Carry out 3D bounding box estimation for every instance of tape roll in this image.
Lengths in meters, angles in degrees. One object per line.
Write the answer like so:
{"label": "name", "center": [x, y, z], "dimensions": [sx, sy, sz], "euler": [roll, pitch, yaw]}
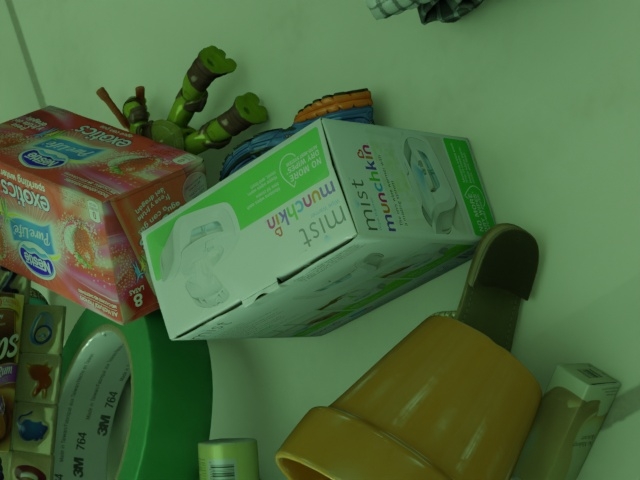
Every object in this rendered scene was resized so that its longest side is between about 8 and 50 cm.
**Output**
{"label": "tape roll", "center": [-0.227, 0.217, 1.712], "dimensions": [0.321, 0.077, 0.321], "euler": [-36, 47, 50]}

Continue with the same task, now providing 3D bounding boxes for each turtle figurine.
{"label": "turtle figurine", "center": [-0.172, -0.122, 1.747], "dimensions": [0.217, 0.087, 0.269], "euler": [-44, 61, 31]}

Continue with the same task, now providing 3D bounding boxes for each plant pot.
{"label": "plant pot", "center": [0.095, 0.177, 1.360], "dimensions": [0.205, 0.205, 0.188], "euler": [23, 69, 40]}

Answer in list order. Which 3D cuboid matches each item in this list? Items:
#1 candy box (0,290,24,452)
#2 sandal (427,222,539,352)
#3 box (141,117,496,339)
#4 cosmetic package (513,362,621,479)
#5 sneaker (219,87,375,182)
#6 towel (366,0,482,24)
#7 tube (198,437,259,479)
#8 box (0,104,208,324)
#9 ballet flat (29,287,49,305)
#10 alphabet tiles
{"label": "candy box", "center": [-0.398, 0.147, 1.736], "dimensions": [0.053, 0.109, 0.186], "euler": [0, 83, 28]}
{"label": "sandal", "center": [0.140, 0.092, 1.487], "dimensions": [0.240, 0.088, 0.079], "euler": [-68, 19, 7]}
{"label": "box", "center": [0.000, 0.000, 1.495], "dimensions": [0.262, 0.231, 0.126], "euler": [-30, 69, 37]}
{"label": "cosmetic package", "center": [0.225, 0.172, 1.401], "dimensions": [0.041, 0.060, 0.115], "euler": [34, 111, 37]}
{"label": "sneaker", "center": [-0.025, -0.082, 1.624], "dimensions": [0.221, 0.083, 0.087], "euler": [-29, 77, 40]}
{"label": "towel", "center": [0.143, -0.369, 1.466], "dimensions": [0.235, 0.121, 0.283], "euler": [-24, 71, 36]}
{"label": "tube", "center": [-0.088, 0.322, 1.544], "dimensions": [0.070, 0.062, 0.240], "euler": [153, 113, -80]}
{"label": "box", "center": [-0.266, -0.035, 1.710], "dimensions": [0.300, 0.142, 0.154], "euler": [21, 127, 43]}
{"label": "ballet flat", "center": [-0.550, 0.171, 1.993], "dimensions": [0.483, 0.182, 0.164], "euler": [-24, 74, 23]}
{"label": "alphabet tiles", "center": [-0.426, 0.187, 1.814], "dimensions": [0.285, 0.011, 0.342], "euler": [1, 83, 28]}
